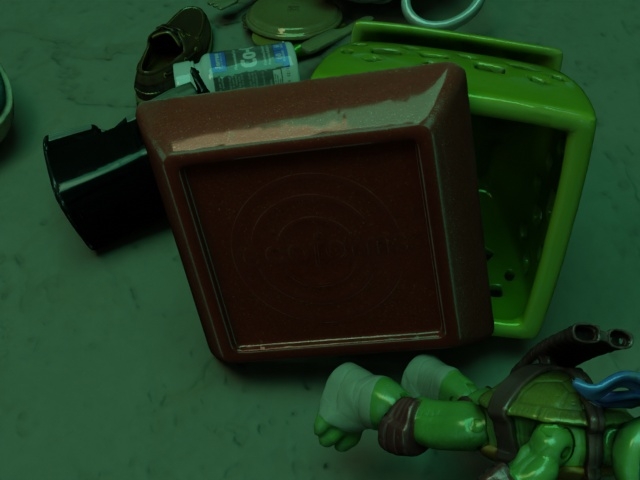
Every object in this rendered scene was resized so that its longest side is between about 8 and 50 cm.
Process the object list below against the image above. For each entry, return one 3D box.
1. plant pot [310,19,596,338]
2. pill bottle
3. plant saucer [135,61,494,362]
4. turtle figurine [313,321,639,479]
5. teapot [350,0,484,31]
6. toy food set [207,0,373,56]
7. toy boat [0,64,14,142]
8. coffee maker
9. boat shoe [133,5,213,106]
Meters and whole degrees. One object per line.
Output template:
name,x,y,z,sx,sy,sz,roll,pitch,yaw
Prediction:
plant pot,0.105,-0.071,0.839,0.228,0.227,0.207,9,34,5
pill bottle,-0.094,-0.178,1.056,0.137,0.078,0.078,-9,49,-5
plant saucer,0.000,0.000,0.748,0.258,0.259,0.048,-5,31,11
turtle figurine,0.132,0.187,0.666,0.197,0.275,0.266,-38,31,-28
teapot,0.055,-0.377,1.148,0.256,0.252,0.187,20,78,55
toy food set,-0.037,-0.272,1.170,0.132,0.039,0.192,-32,48,-31
toy boat,-0.506,-0.191,1.030,0.267,0.148,0.318,-27,60,-20
coffee maker,-0.173,-0.072,0.924,0.178,0.120,0.171,-25,30,-5
boat shoe,-0.175,-0.230,1.118,0.064,0.060,0.178,9,50,11
